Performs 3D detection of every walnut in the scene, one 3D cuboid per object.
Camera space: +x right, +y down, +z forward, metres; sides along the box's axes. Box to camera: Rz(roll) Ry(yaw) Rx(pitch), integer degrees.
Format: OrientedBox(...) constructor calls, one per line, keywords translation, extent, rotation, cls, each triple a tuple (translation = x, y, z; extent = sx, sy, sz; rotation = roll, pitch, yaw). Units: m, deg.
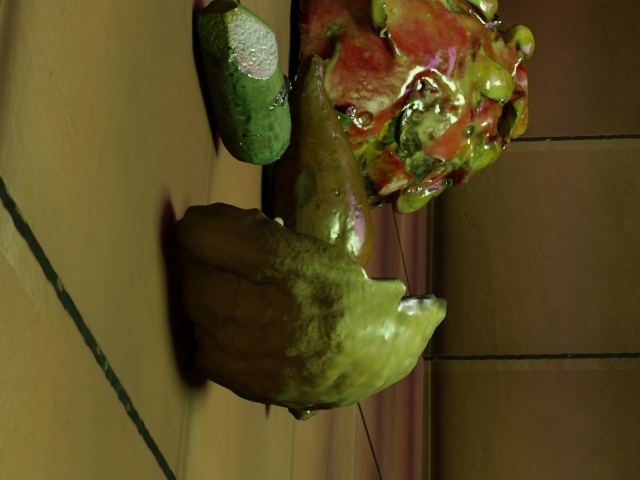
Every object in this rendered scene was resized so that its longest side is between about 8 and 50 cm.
OrientedBox(translation=(-0.013, 0.066, 1.394), extent=(0.141, 0.204, 0.238), rotation=(-68, 163, -5), cls="walnut")

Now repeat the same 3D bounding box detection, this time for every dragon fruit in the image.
OrientedBox(translation=(0.114, -0.195, 2.047), extent=(0.296, 0.263, 0.314), rotation=(73, 18, -61), cls="dragon fruit")

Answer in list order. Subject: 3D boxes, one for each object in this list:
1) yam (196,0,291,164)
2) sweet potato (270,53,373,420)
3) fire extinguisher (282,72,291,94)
OrientedBox(translation=(-0.061, -0.133, 1.489), extent=(0.146, 0.070, 0.069), rotation=(82, 11, -47), cls="yam")
OrientedBox(translation=(0.000, -0.005, 1.771), extent=(0.112, 0.112, 0.359), rotation=(-1, 90, -82), cls="sweet potato")
OrientedBox(translation=(-0.056, -0.132, 1.678), extent=(0.049, 0.035, 0.173), rotation=(-54, 178, 11), cls="fire extinguisher")
